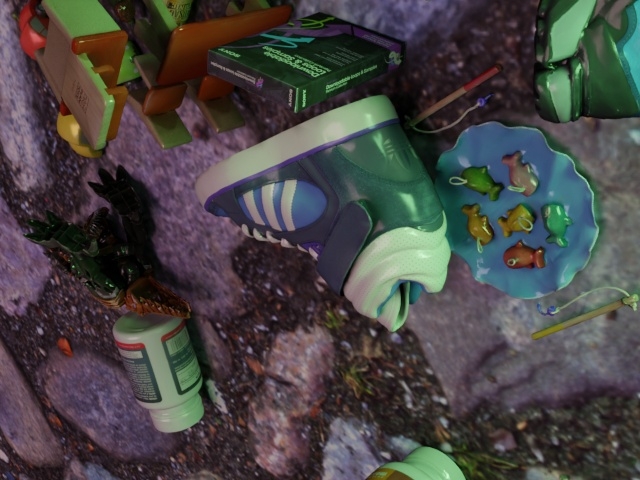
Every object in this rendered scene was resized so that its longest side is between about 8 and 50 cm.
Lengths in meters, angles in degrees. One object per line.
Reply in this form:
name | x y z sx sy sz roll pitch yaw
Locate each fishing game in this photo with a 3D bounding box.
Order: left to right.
fishing game | 0.176 -0.025 0.898 0.189 0.041 0.264 -27 92 51

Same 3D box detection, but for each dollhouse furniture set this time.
dollhouse furniture set | -0.141 -0.190 0.945 0.135 0.259 0.262 54 143 19

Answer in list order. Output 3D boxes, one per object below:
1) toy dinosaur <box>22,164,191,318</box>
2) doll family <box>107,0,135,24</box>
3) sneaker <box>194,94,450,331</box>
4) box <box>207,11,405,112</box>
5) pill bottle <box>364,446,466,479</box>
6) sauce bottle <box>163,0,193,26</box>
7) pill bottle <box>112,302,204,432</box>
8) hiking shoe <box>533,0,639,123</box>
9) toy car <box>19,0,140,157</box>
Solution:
toy dinosaur | -0.303 0.023 1.374 0.322 0.164 0.218 10 138 21
doll family | -0.263 -0.336 1.086 0.111 0.076 0.193 45 -178 42
sneaker | 0.001 0.000 1.005 0.323 0.130 0.236 -20 92 49
box | -0.012 -0.176 0.895 0.116 0.162 0.029 28 132 31
pill bottle | 0.079 0.341 1.098 0.121 0.216 0.121 24 130 33
sauce bottle | -0.174 -0.271 1.095 0.042 0.042 0.128 45 141 15
pill bottle | -0.240 0.195 1.412 0.108 0.108 0.180 9 120 42
hiking shoe | 0.232 -0.234 0.681 0.132 0.113 0.303 4 115 10
toy car | -0.324 -0.226 1.266 0.225 0.053 0.238 -4 112 47
